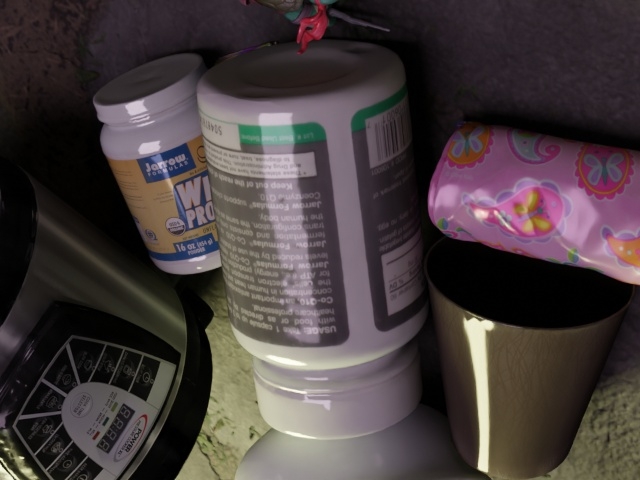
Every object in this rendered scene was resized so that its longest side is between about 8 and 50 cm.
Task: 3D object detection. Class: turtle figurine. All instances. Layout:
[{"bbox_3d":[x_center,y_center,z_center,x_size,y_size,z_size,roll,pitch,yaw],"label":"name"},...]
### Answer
[{"bbox_3d":[-0.042,-0.273,1.588,0.234,0.118,0.175,26,132,22],"label":"turtle figurine"}]

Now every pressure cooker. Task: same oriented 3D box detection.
[{"bbox_3d":[-0.323,0.142,1.837,0.370,0.375,0.420,-26,133,25],"label":"pressure cooker"}]

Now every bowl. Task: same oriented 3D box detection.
[{"bbox_3d":[0.028,0.237,1.828,0.298,0.298,0.134,-27,70,41],"label":"bowl"}]

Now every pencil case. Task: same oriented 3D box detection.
[{"bbox_3d":[0.244,-0.032,1.577,0.284,0.124,0.124,13,127,25],"label":"pencil case"}]

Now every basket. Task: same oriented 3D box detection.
[{"bbox_3d":[0.201,0.118,1.687,0.204,0.154,0.227,8,131,11],"label":"basket"}]

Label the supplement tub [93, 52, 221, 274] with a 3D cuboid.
[{"bbox_3d":[-0.144,-0.081,1.758,0.144,0.144,0.199,-5,119,34],"label":"supplement tub"}]

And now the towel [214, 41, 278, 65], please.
[{"bbox_3d":[-0.067,-0.171,1.739,0.083,0.009,0.060,-13,113,37],"label":"towel"}]

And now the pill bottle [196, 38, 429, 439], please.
[{"bbox_3d":[0.000,0.000,1.658,0.204,0.204,0.361,6,116,28],"label":"pill bottle"}]
